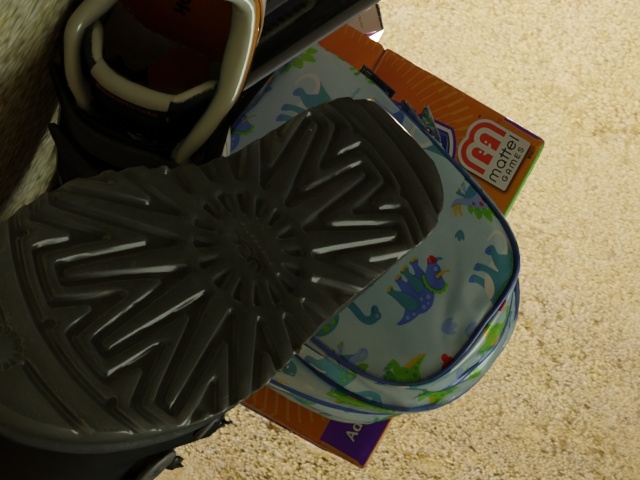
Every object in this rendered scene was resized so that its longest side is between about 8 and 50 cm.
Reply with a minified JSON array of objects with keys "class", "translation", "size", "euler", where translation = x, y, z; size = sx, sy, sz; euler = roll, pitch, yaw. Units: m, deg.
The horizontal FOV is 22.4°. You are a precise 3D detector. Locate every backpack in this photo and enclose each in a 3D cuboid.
[{"class":"backpack","translation":[0.000,0.000,1.376],"size":[0.290,0.355,0.273],"euler":[-48,-161,-26]}]

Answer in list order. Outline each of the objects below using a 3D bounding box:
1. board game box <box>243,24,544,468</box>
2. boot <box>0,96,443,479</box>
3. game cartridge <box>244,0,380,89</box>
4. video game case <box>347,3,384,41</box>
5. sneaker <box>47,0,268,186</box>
[{"class":"board game box","translation":[-0.041,-0.014,1.664],"size":[0.357,0.356,0.356],"euler":[-60,-178,-7]},{"class":"boot","translation":[-0.163,0.107,1.043],"size":[0.367,0.146,0.445],"euler":[-22,168,-44]},{"class":"game cartridge","translation":[-0.031,-0.189,1.202],"size":[0.355,0.068,0.230],"euler":[-29,-155,35]},{"class":"video game case","translation":[0.010,-0.290,1.686],"size":[0.232,0.041,0.210],"euler":[138,-63,-83]},{"class":"sneaker","translation":[-0.114,-0.087,1.033],"size":[0.127,0.126,0.321],"euler":[-66,178,-49]}]
